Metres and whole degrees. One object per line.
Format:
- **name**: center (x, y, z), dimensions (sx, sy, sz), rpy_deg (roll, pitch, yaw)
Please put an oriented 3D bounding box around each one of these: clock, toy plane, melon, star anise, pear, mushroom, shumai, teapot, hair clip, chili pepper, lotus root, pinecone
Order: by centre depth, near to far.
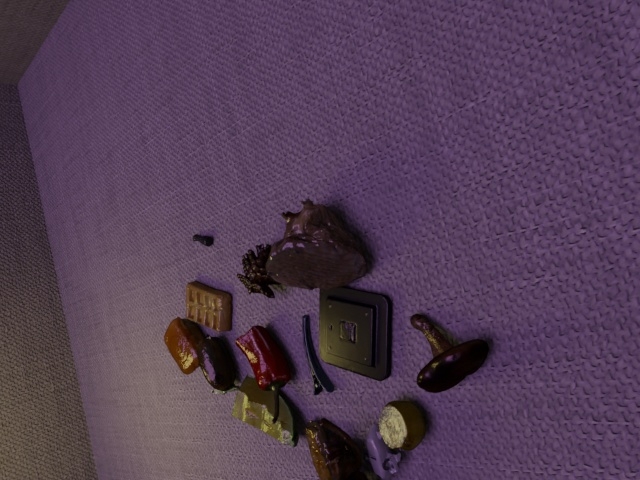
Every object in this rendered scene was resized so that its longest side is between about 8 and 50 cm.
- **mushroom**: center (0.320, 0.276, 1.246), dimensions (0.227, 0.148, 0.217), rpy_deg (-46, 51, 29)
- **pear**: center (0.247, 0.539, 1.345), dimensions (0.141, 0.104, 0.141), rpy_deg (-26, 59, 55)
- **toy plane**: center (0.188, 0.653, 1.425), dimensions (0.174, 0.080, 0.173), rpy_deg (25, 120, 54)
- **star anise**: center (0.090, 0.714, 1.432), dimensions (0.349, 0.109, 0.292), rpy_deg (62, 167, 18)
- **shumai**: center (0.000, 0.000, 1.459), dimensions (0.314, 0.262, 0.267), rpy_deg (6, 144, 5)
- **clock**: center (0.100, 0.288, 1.471), dimensions (0.274, 0.049, 0.278), rpy_deg (6, 99, 41)
- **hair clip**: center (-0.029, 0.396, 1.600), dimensions (0.083, 0.048, 0.275), rpy_deg (-28, 76, 44)
- **pinecone**: center (-0.209, 0.109, 1.645), dimensions (0.179, 0.150, 0.195), rpy_deg (18, 107, 38)
- **chili pepper**: center (-0.177, 0.477, 1.681), dimensions (0.135, 0.131, 0.338), rpy_deg (-40, 64, 10)
- **melon**: center (-0.191, 0.660, 1.725), dimensions (0.324, 0.124, 0.196), rpy_deg (22, 111, 31)
- **lotus root**: center (-0.434, 0.509, 1.909), dimensions (0.123, 0.124, 0.241), rpy_deg (-29, 75, 19)
- **teapot**: center (-0.504, -0.004, 1.959), dimensions (0.111, 0.043, 0.042), rpy_deg (13, 104, 41)

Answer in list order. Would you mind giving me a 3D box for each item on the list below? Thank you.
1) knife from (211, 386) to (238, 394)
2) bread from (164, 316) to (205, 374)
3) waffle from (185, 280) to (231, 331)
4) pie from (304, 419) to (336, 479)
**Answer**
- **knife**: center (-0.414, 0.648, 1.985), dimensions (0.207, 0.014, 0.030), rpy_deg (-22, 81, 42)
- **bread**: center (-0.591, 0.463, 2.044), dimensions (0.245, 0.121, 0.174), rpy_deg (52, 126, 25)
- **waffle**: center (-0.484, 0.281, 1.967), dimensions (0.274, 0.057, 0.167), rpy_deg (11, 102, 40)
- **pie**: center (0.015, 0.767, 1.587), dimensions (0.129, 0.068, 0.282), rpy_deg (-21, 90, 57)
